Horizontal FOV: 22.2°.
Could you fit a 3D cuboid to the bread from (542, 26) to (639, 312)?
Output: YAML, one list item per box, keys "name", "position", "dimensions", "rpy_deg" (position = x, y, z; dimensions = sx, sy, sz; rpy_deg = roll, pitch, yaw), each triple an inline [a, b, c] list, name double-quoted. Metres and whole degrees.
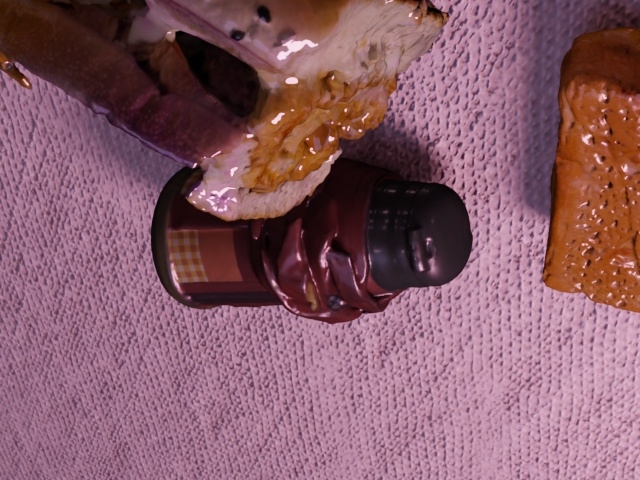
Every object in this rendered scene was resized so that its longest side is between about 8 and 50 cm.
- name: "bread"
  position: [0.236, -0.044, 1.192]
  dimensions: [0.139, 0.077, 0.271]
  rpy_deg: [12, 146, 15]

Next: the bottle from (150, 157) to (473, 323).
- name: "bottle"
  position: [0.000, 0.000, 1.364]
  dimensions: [0.271, 0.156, 0.143]
  rpy_deg: [0, 105, 33]

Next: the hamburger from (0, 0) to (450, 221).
- name: "hamburger"
  position: [-0.084, -0.148, 1.064]
  dimensions: [0.277, 0.195, 0.318]
  rpy_deg: [35, -168, 7]
